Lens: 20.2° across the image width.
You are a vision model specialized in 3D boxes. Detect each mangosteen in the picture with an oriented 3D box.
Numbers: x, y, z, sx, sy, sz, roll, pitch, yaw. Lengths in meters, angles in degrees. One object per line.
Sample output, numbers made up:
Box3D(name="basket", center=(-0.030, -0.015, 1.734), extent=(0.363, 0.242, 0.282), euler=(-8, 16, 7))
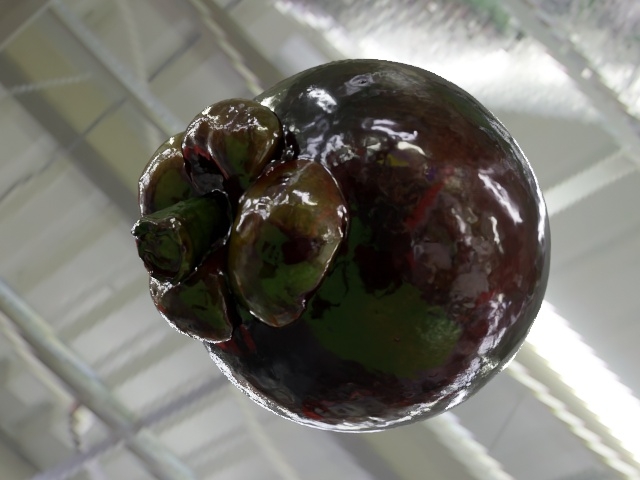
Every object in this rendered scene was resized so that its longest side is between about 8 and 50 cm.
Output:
Box3D(name="mangosteen", center=(0.000, 0.000, 0.569), extent=(0.140, 0.140, 0.140), euler=(20, -44, 20))
